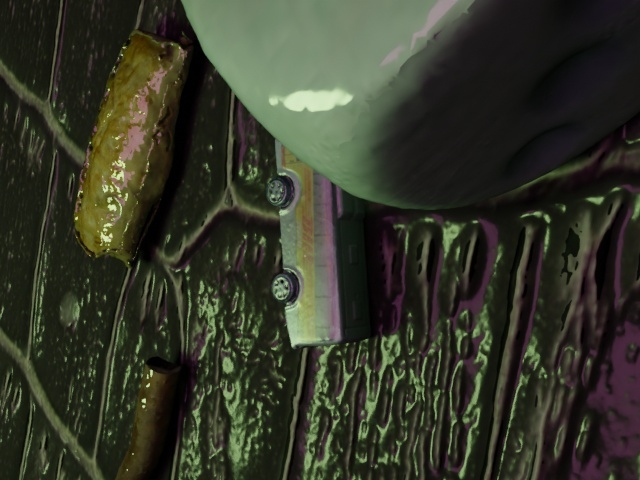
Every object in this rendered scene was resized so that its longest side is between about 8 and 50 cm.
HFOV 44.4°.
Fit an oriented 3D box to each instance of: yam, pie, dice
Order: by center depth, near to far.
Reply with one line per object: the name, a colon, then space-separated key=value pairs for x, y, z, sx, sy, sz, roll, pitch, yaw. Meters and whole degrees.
dice: x=0.086 y=-0.195 z=0.487 sx=0.268 sy=0.262 sz=0.265 roll=-43 pitch=62 yaw=32
pie: x=-0.218 y=-0.111 z=0.904 sx=0.128 sy=0.068 sz=0.282 roll=30 pitch=105 yaw=38
yam: x=-0.218 y=0.286 z=0.915 sx=0.045 sy=0.045 sz=0.327 roll=-116 pitch=41 yaw=-67

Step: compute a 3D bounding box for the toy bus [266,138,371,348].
toy bus: x=0.000 y=0.000 z=0.700 sx=0.075 sy=0.064 sz=0.190 roll=-5 pitch=86 yaw=37
